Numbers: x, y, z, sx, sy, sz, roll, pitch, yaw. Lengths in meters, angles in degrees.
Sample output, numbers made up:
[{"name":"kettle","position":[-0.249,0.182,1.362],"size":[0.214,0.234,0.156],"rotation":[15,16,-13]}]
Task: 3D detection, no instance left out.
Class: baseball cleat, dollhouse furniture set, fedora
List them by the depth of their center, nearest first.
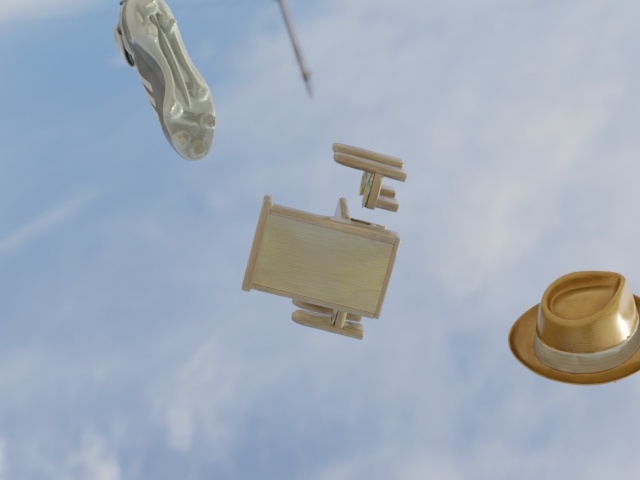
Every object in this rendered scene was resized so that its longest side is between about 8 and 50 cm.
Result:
[{"name":"fedora","position":[0.315,0.090,1.805],"size":[0.194,0.079,0.194],"rotation":[-5,-146,3]},{"name":"baseball cleat","position":[-0.185,-0.194,1.813],"size":[0.072,0.206,0.109],"rotation":[-21,-168,-25]},{"name":"dollhouse furniture set","position":[0.000,0.000,1.838],"size":[0.161,0.212,0.242],"rotation":[14,-169,-3]}]
